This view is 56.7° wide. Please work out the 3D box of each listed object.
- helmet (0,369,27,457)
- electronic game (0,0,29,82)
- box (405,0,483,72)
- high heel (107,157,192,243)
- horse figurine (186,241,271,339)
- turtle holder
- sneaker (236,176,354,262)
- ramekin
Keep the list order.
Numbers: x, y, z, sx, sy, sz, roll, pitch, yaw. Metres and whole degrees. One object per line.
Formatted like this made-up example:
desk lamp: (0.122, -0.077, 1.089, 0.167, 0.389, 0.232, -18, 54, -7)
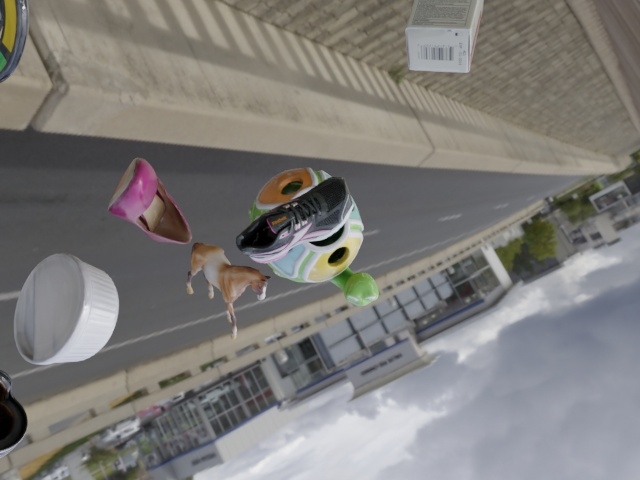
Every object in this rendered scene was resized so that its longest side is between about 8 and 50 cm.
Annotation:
helmet: (-0.626, 0.324, 1.067, 0.169, 0.169, 0.161, -22, 131, -34)
electronic game: (-0.531, -0.360, 0.923, 0.229, 0.229, 0.048, -33, 174, 33)
box: (0.298, -0.525, 1.407, 0.149, 0.232, 0.126, 8, 149, 18)
high heel: (-0.327, -0.067, 1.222, 0.127, 0.181, 0.377, -63, -166, -8)
horse figurine: (-0.214, 0.080, 1.246, 0.066, 0.263, 0.174, -17, 134, -38)
turtle holder: (-0.019, -0.003, 1.293, 0.244, 0.320, 0.227, -8, 178, -13)
sneaker: (-0.037, -0.023, 0.800, 0.178, 0.072, 0.077, -36, 165, 14)
ramekin: (-0.614, 0.173, 1.450, 0.273, 0.272, 0.127, -31, 150, 22)
